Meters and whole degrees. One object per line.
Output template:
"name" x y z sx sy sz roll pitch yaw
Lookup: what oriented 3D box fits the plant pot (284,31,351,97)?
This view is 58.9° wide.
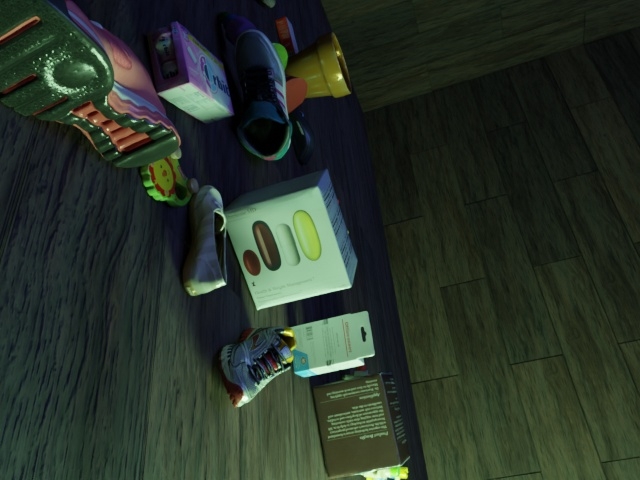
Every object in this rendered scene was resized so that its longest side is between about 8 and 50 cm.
"plant pot" -0.016 -0.558 1.878 0.205 0.188 0.205 -15 90 -77

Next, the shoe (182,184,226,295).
"shoe" -0.172 -0.007 0.901 0.076 0.058 0.219 61 19 -46

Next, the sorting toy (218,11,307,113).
"sorting toy" -0.158 -0.461 1.443 0.126 0.127 0.365 49 4 26

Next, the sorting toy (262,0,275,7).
"sorting toy" -0.198 -0.829 1.737 0.348 0.047 0.196 -42 120 -75

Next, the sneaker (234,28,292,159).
"sneaker" -0.133 -0.307 1.250 0.178 0.124 0.295 -93 171 -67

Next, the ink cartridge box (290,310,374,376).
"ink cartridge box" 0.031 0.225 1.228 0.060 0.180 0.104 52 27 -59

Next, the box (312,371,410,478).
"box" 0.097 0.422 1.314 0.167 0.168 0.203 39 38 -70

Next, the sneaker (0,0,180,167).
"sneaker" -0.273 -0.197 0.638 0.314 0.116 0.136 58 10 -71

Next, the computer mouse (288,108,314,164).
"computer mouse" -0.071 -0.370 1.725 0.184 0.060 0.262 26 50 -74

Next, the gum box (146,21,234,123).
"gum box" -0.223 -0.284 0.981 0.188 0.062 0.107 17 59 -75

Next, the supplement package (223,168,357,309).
"supplement package" -0.053 -0.004 1.096 0.149 0.194 0.203 -68 141 -70

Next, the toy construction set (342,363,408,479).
"toy construction set" 0.147 0.483 1.498 0.215 0.151 0.328 23 51 -65

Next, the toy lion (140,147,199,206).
"toy lion" -0.227 -0.090 0.837 0.096 0.034 0.100 -76 150 -51

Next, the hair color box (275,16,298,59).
"hair color box" -0.111 -0.681 1.939 0.072 0.043 0.141 9 66 -76

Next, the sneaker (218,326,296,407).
"sneaker" -0.098 0.190 0.922 0.225 0.093 0.088 -56 130 -72

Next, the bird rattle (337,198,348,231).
"bird rattle" 0.000 0.000 1.588 0.253 0.143 0.207 -106 -170 -78
